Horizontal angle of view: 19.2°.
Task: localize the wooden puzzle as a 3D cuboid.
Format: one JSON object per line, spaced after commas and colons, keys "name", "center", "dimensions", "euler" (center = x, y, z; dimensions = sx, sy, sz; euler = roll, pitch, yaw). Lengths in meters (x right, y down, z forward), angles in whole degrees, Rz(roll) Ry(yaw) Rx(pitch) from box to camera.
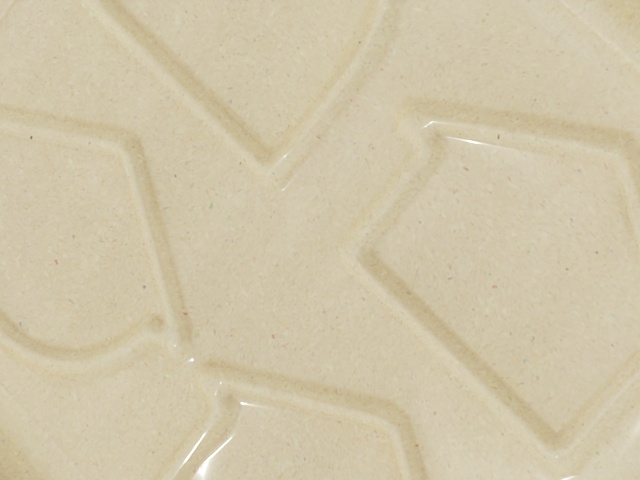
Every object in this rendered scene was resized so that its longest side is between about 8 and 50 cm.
{"name": "wooden puzzle", "center": [0.000, 0.000, 0.699], "dimensions": [0.322, 0.348, 0.080], "euler": [45, -164, 17]}
